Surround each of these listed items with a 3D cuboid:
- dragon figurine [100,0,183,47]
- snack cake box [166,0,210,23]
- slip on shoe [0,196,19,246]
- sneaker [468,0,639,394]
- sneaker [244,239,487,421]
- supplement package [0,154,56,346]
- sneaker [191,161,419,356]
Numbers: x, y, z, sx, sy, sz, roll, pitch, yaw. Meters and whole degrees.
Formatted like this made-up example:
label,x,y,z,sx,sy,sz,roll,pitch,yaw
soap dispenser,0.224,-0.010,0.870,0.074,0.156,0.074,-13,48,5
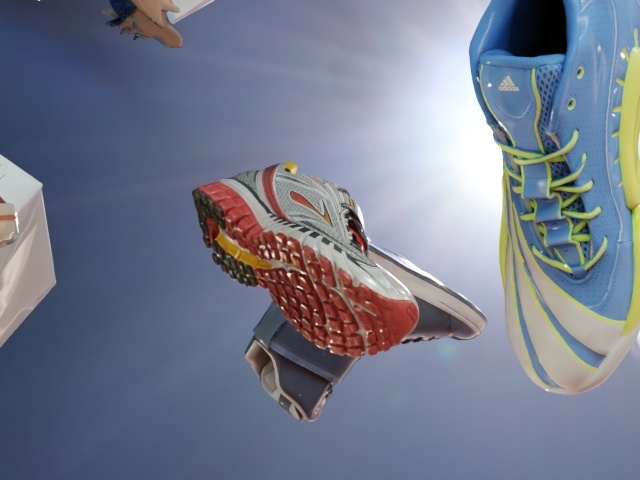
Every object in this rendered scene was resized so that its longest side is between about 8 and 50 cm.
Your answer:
label,x,y,z,sx,sy,sz,roll,pitch,yaw
dragon figurine,-0.168,-0.195,1.209,0.289,0.085,0.144,22,-6,-31
snack cake box,-0.153,-0.346,1.785,0.089,0.264,0.152,-29,7,35
slip on shoe,-0.329,-0.035,1.193,0.331,0.101,0.123,9,14,32
sneaker,0.109,-0.042,0.953,0.091,0.240,0.126,8,3,40
sneaker,0.035,0.087,1.659,0.226,0.086,0.163,27,-86,-43
supplement package,-0.346,-0.007,1.587,0.149,0.203,0.194,-51,-13,-23
sneaker,0.000,0.000,1.321,0.093,0.225,0.088,-27,-52,-21
